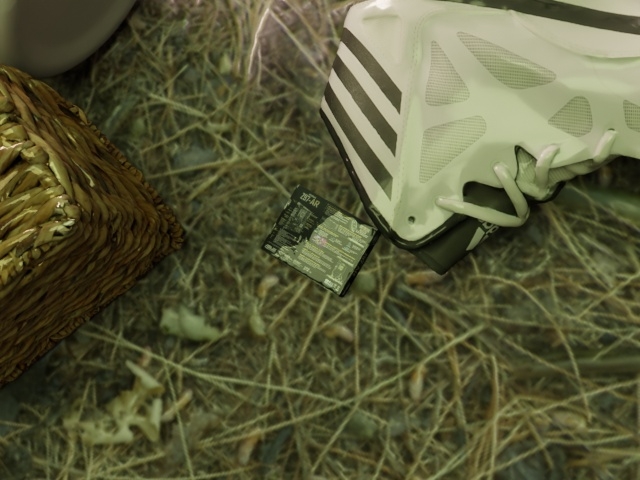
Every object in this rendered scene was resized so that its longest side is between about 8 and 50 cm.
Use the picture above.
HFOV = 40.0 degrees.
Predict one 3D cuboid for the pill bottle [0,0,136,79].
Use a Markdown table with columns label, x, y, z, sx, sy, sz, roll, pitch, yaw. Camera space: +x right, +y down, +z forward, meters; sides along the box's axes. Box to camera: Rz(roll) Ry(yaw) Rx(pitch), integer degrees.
| label | x | y | z | sx | sy | sz | roll | pitch | yaw |
| --- | --- | --- | --- | --- | --- | --- | --- | --- | --- |
| pill bottle | -0.343 | -0.322 | 0.776 | 0.363 | 0.210 | 0.210 | 35 | 91 | 8 |

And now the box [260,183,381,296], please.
| label | x | y | z | sx | sy | sz | roll | pitch | yaw |
| --- | --- | --- | --- | --- | --- | --- | --- | --- | --- |
| box | 0.000 | 0.000 | 0.758 | 0.083 | 0.018 | 0.067 | 30 | 90 | 17 |

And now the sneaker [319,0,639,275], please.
| label | x | y | z | sx | sy | sz | roll | pitch | yaw |
| --- | --- | --- | --- | --- | --- | --- | --- | --- | --- |
| sneaker | 0.199 | -0.067 | 0.663 | 0.448 | 0.169 | 0.257 | 25 | 97 | 25 |

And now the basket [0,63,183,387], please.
| label | x | y | z | sx | sy | sz | roll | pitch | yaw |
| --- | --- | --- | --- | --- | --- | --- | --- | --- | --- |
| basket | -0.309 | -0.002 | 0.724 | 0.299 | 0.223 | 0.213 | -38 | 81 | 8 |
